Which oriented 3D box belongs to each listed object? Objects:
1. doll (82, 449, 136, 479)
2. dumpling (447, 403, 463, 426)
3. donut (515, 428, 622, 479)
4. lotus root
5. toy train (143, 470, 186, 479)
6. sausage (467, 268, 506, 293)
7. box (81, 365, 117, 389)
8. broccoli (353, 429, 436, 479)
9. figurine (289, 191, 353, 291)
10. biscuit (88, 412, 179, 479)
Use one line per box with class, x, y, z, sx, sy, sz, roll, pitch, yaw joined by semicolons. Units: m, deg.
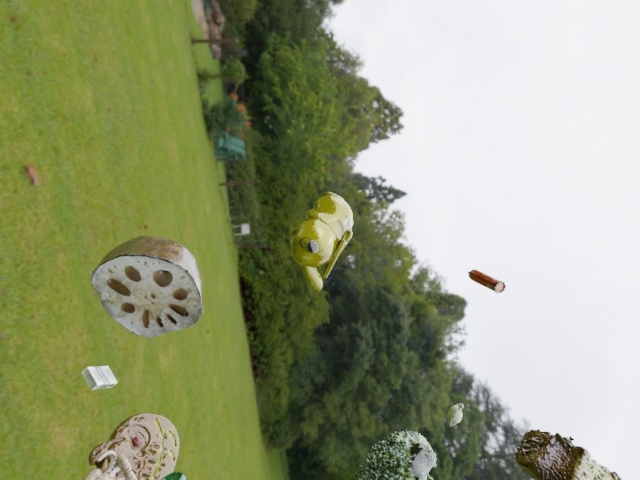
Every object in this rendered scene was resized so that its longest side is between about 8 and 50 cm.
doll;-0.593;0.653;1.271;0.119;0.278;0.154;10;-50;41
dumpling;0.425;0.550;1.630;0.059;0.043;0.077;-79;173;-75
donut;0.579;0.549;1.221;0.186;0.126;0.144;47;-33;10
lotus root;-0.412;0.099;1.285;0.192;0.272;0.272;-94;-176;-64
toy train;-0.429;0.802;1.418;0.429;0.249;0.178;-6;-75;49
sausage;0.535;0.127;1.675;0.145;0.050;0.048;31;-52;57
box;-0.543;0.337;1.262;0.054;0.024;0.083;53;3;16
broccoli;0.243;0.742;1.584;0.338;0.277;0.317;62;-2;-43
figurine;0.003;-0.005;1.684;0.327;0.169;0.218;-50;149;-41
biscuit;-0.745;0.890;2.048;0.070;0.350;0.394;-25;-132;47
